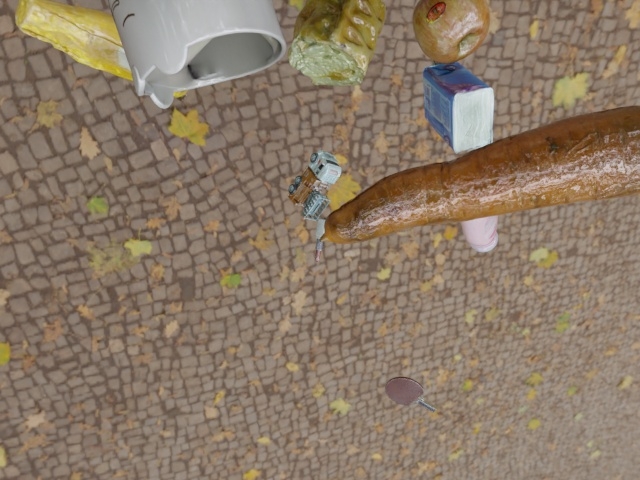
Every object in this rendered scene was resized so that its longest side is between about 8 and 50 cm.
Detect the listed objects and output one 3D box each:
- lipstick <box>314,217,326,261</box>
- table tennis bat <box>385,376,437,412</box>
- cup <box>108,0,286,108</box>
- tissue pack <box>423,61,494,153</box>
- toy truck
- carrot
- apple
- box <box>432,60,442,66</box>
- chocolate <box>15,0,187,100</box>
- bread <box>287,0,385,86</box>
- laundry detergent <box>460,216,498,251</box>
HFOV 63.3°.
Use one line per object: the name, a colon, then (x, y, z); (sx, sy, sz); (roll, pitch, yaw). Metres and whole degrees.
lipstick: (0.000, 0.000, 1.238); (0.025, 0.025, 0.107); (-7, 109, -63)
table tennis bat: (0.247, 0.419, 1.403); (0.158, 0.014, 0.095); (33, 118, -10)
cup: (-0.197, -0.345, 0.754); (0.219, 0.289, 0.258); (-20, 95, -20)
tissue pack: (0.438, -0.435, 1.665); (0.146, 0.263, 0.198); (-15, 127, -4)
toy truck: (-0.009, -0.161, 1.505); (0.080, 0.115, 0.178); (11, 125, -42)
carrot: (0.113, -0.039, 0.350); (0.247, 0.059, 0.059); (-13, 127, 14)
apple: (0.359, -0.604, 1.437); (0.211, 0.188, 0.211); (-27, 160, -11)
box: (0.419, -0.612, 1.770); (0.069, 0.122, 0.084); (-15, 91, 14)
chocolate: (-0.538, -0.494, 1.341); (0.445, 0.162, 0.162); (6, 118, -47)
bread: (0.044, -0.563, 1.407); (0.238, 0.252, 0.196); (3, 156, 14)
laundry detergent: (0.410, -0.062, 1.335); (0.159, 0.087, 0.335); (-69, 155, -14)
